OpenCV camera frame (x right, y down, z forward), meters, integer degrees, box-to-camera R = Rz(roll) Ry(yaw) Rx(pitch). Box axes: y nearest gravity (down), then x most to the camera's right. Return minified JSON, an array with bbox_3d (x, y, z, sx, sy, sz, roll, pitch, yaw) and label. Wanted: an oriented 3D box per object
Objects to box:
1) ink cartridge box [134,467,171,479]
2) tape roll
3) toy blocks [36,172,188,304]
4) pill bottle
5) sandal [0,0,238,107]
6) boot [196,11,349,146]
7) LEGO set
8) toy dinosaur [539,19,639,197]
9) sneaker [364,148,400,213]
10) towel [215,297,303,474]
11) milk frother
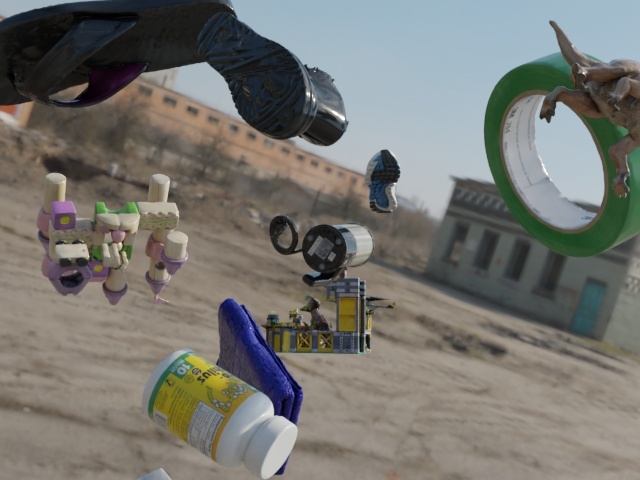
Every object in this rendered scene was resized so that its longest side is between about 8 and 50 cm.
[{"bbox_3d":[-0.223,0.400,1.336,0.052,0.088,0.122,-25,18,-22],"label":"ink cartridge box"},{"bbox_3d":[0.390,-0.133,1.442,0.077,0.321,0.321,-23,22,-24],"label":"tape roll"},{"bbox_3d":[-0.432,0.045,1.881,0.289,0.260,0.309,-1,36,-24],"label":"toy blocks"},{"bbox_3d":[-0.142,0.251,1.308,0.208,0.117,0.118,27,5,23],"label":"pill bottle"},{"bbox_3d":[-0.342,-0.289,1.422,0.446,0.107,0.167,-15,-33,-5],"label":"sandal"},{"bbox_3d":[-0.028,-0.176,1.148,0.207,0.094,0.246,27,16,-46],"label":"boot"},{"bbox_3d":[0.009,0.158,2.053,0.255,0.192,0.331,-2,-7,20],"label":"LEGO set"},{"bbox_3d":[0.423,-0.186,1.198,0.200,0.127,0.295,-23,53,-21],"label":"toy dinosaur"},{"bbox_3d":[0.122,-0.136,1.845,0.072,0.082,0.190,0,-30,0],"label":"sneaker"},{"bbox_3d":[-0.126,0.286,1.817,0.076,0.227,0.308,-9,37,-24],"label":"towel"},{"bbox_3d":[0.000,0.000,1.617,0.143,0.129,0.135,56,21,12],"label":"milk frother"}]
